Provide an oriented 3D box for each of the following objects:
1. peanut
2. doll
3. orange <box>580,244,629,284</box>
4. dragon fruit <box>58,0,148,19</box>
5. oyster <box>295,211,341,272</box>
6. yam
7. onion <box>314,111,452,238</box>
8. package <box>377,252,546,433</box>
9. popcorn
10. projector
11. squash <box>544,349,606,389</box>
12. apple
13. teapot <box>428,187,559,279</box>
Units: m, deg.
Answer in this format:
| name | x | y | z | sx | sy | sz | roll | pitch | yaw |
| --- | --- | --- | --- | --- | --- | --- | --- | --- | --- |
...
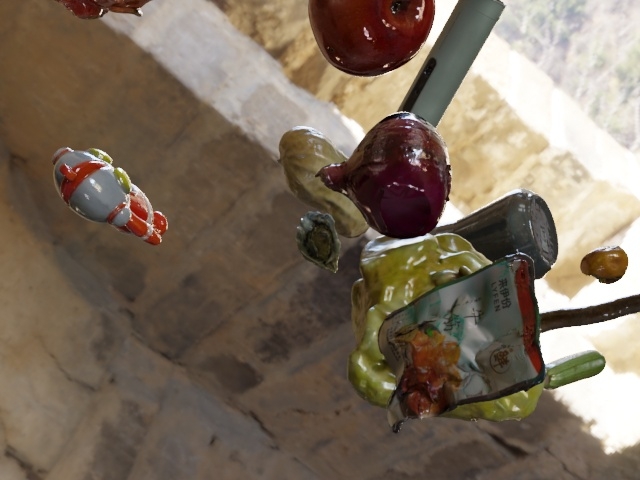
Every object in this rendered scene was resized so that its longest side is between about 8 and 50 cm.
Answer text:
| name | x | y | z | sx | sy | sz | roll | pitch | yaw |
| --- | --- | --- | --- | --- | --- | --- | --- | --- | --- |
| peanut | 0.023 | -0.157 | 2.162 | 0.158 | 0.340 | 0.174 | -29 | 30 | 48 |
| doll | -0.363 | -0.082 | 1.419 | 0.105 | 0.200 | 0.336 | -45 | -14 | 0 |
| orange | 0.515 | 0.045 | 1.489 | 0.086 | 0.086 | 0.062 | -42 | 49 | 28 |
| dragon fruit | -0.440 | -0.583 | 1.658 | 0.226 | 0.305 | 0.305 | -19 | 26 | 22 |
| oyster | 0.001 | 0.000 | 1.541 | 0.037 | 0.098 | 0.100 | 80 | -150 | -79 |
| yam | 0.513 | 0.137 | 1.580 | 0.327 | 0.045 | 0.045 | -18 | 4 | 31 |
| onion | 0.097 | -0.094 | 1.304 | 0.139 | 0.218 | 0.195 | -81 | -9 | -55 |
| package | 0.148 | 0.118 | 0.943 | 0.232 | 0.040 | 0.166 | -30 | 46 | 39 |
| popcorn | 0.185 | 0.149 | 1.343 | 0.292 | 0.293 | 0.334 | -16 | 23 | 4 |
| projector | 0.299 | -0.416 | 1.916 | 0.337 | 0.108 | 0.108 | -61 | 9 | 20 |
| squash | 0.554 | 0.284 | 1.829 | 0.229 | 0.066 | 0.066 | -6 | -21 | -42 |
| apple | 0.103 | -0.462 | 1.680 | 0.217 | 0.260 | 0.260 | 9 | 57 | 51 |
| teapot | 0.467 | 0.029 | 2.300 | 0.344 | 0.300 | 0.253 | -13 | 3 | 34 |
